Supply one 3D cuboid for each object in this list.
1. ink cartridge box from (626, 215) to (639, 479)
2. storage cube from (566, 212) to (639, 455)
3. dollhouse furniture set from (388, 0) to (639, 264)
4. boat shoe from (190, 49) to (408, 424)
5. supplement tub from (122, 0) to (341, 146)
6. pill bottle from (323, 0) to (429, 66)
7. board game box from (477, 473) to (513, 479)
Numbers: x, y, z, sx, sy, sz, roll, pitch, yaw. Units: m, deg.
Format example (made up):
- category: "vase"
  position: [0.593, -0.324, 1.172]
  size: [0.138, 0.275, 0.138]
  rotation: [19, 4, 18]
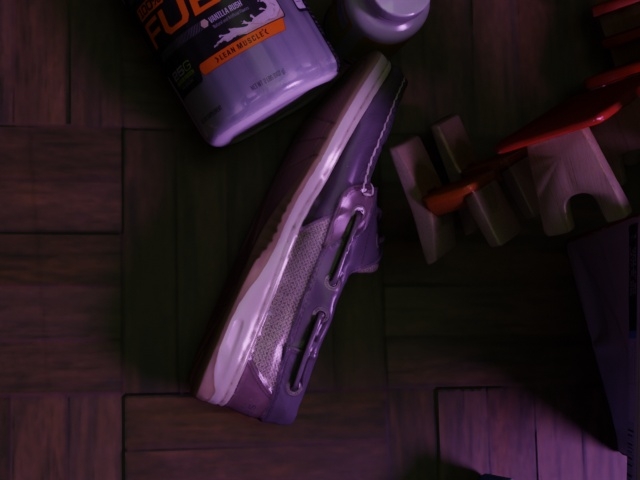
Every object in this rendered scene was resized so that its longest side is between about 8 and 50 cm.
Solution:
- category: "ink cartridge box"
  position: [0.301, 0.090, 0.803]
  size: [0.208, 0.045, 0.206]
  rotation: [2, 85, 2]
- category: "storage cube"
  position: [0.316, 0.056, 0.933]
  size: [0.193, 0.215, 0.183]
  rotation: [-13, 86, -7]
- category: "dollhouse furniture set"
  position: [0.209, -0.105, 0.914]
  size: [0.259, 0.262, 0.135]
  rotation: [-31, 103, -55]
- category: "boat shoe"
  position: [0.000, 0.000, 0.926]
  size: [0.092, 0.103, 0.285]
  rotation: [28, 81, -13]
- category: "supplement tub"
  position: [-0.078, -0.174, 0.920]
  size: [0.117, 0.117, 0.190]
  rotation: [-31, 90, -15]
- category: "pill bottle"
  position: [0.045, -0.173, 0.947]
  size: [0.065, 0.116, 0.065]
  rotation: [2, 83, -12]
- category: "board game box"
  position: [0.108, 0.367, 0.914]
  size: [0.242, 0.064, 0.316]
  rotation: [45, 76, -4]
